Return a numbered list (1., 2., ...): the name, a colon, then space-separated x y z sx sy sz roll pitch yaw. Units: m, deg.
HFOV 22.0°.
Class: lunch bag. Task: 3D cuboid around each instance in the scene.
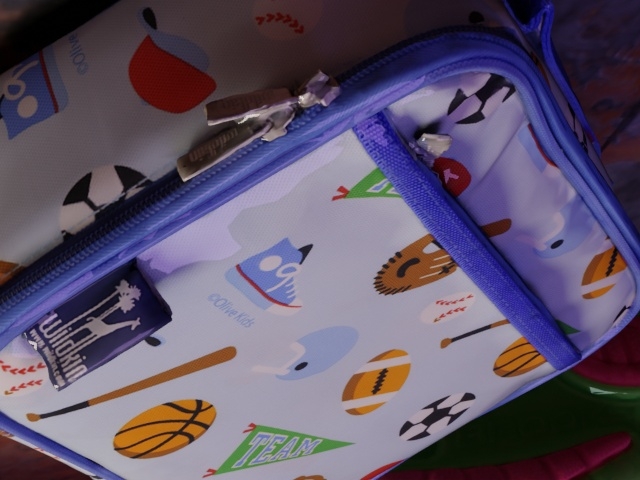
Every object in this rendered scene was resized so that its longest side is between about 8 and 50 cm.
1. lunch bag: 0.000 0.000 0.625 0.243 0.115 0.303 -30 153 9

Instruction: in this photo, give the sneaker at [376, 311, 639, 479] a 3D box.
1. sneaker: 0.183 0.131 0.937 0.483 0.185 0.202 3 147 -22
